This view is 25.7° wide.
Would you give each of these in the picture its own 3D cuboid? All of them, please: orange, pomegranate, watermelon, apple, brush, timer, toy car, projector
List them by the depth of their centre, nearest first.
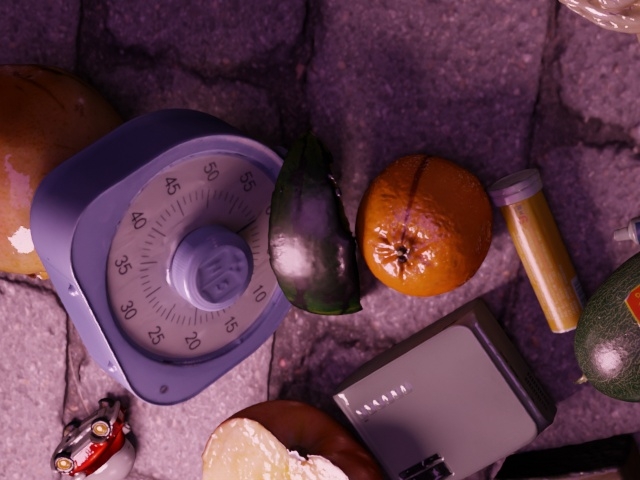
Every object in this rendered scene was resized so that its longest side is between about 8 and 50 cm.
[{"bbox_3d":[0.137,-0.018,1.876,0.193,0.161,0.193,4,107,12],"label":"orange"},{"bbox_3d":[-0.169,0.005,1.883,0.173,0.395,0.394,30,120,47],"label":"timer"},{"bbox_3d":[0.000,0.000,1.900,0.123,0.129,0.301,-3,123,13],"label":"watermelon"},{"bbox_3d":[0.340,0.324,1.936,0.197,0.123,0.059,-13,99,21],"label":"brush"},{"bbox_3d":[-0.411,-0.088,1.968,0.319,0.319,0.319,5,108,17],"label":"pomegranate"},{"bbox_3d":[0.175,0.227,1.971,0.250,0.108,0.198,-34,94,23],"label":"projector"},{"bbox_3d":[-0.012,0.346,2.026,0.293,0.163,0.251,34,126,22],"label":"apple"},{"bbox_3d":[-0.338,0.326,2.180,0.139,0.112,0.112,-40,107,15],"label":"toy car"}]

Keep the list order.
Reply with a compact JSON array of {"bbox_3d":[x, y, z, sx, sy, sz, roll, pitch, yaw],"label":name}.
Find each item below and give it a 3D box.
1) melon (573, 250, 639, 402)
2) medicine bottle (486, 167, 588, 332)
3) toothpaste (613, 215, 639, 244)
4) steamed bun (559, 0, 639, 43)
[{"bbox_3d":[0.439,0.104,1.802,0.182,0.182,0.288,47,114,0],"label":"melon"},{"bbox_3d":[0.298,0.015,1.882,0.074,0.074,0.218,-20,101,23],"label":"medicine bottle"},{"bbox_3d":[0.480,-0.027,1.829,0.197,0.034,0.057,-13,118,20],"label":"toothpaste"},{"bbox_3d":[0.445,-0.372,1.628,0.394,0.237,0.346,14,139,34],"label":"steamed bun"}]
